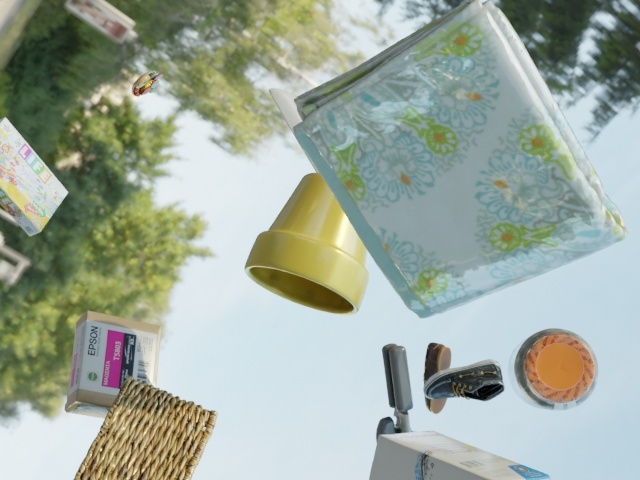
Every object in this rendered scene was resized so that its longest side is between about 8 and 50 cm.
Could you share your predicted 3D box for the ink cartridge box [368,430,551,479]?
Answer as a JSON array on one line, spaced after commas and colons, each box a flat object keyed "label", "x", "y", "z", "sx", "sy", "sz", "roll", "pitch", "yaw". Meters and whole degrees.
[{"label": "ink cartridge box", "x": 0.212, "y": 0.423, "z": 1.389, "sx": 0.233, "sy": 0.171, "sz": 0.168, "roll": 13, "pitch": -89, "yaw": 43}]

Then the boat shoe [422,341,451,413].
[{"label": "boat shoe", "x": 0.337, "y": 0.402, "z": 2.538, "sx": 0.073, "sy": 0.073, "sz": 0.207, "roll": 14, "pitch": -82, "yaw": 49}]

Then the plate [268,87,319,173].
[{"label": "plate", "x": 0.011, "y": -0.258, "z": 2.175, "sx": 0.045, "sy": 0.278, "sz": 0.277, "roll": -35, "pitch": 162, "yaw": 20}]

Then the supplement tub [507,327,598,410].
[{"label": "supplement tub", "x": 0.558, "y": 0.313, "z": 2.082, "sx": 0.193, "sy": 0.193, "sz": 0.316, "roll": -58, "pitch": 168, "yaw": -3}]

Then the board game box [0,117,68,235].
[{"label": "board game box", "x": -0.464, "y": -0.097, "z": 1.321, "sx": 0.026, "sy": 0.154, "sz": 0.103, "roll": -17, "pitch": -146, "yaw": 27}]

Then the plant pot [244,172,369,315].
[{"label": "plant pot", "x": 0.000, "y": 0.000, "z": 1.797, "sx": 0.254, "sy": 0.254, "sz": 0.239, "roll": -14, "pitch": -129, "yaw": 63}]

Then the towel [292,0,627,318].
[{"label": "towel", "x": 0.172, "y": -0.094, "z": 1.146, "sx": 0.320, "sy": 0.374, "sz": 0.090, "roll": -25, "pitch": -164, "yaw": 35}]

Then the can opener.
[{"label": "can opener", "x": 0.183, "y": 0.395, "z": 2.118, "sx": 0.074, "sy": 0.093, "sz": 0.280, "roll": 7, "pitch": -78, "yaw": 64}]

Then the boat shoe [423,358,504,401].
[{"label": "boat shoe", "x": 0.316, "y": 0.324, "z": 1.914, "sx": 0.183, "sy": 0.065, "sz": 0.083, "roll": -22, "pitch": -154, "yaw": 12}]

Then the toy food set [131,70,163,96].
[{"label": "toy food set", "x": -0.407, "y": -0.368, "z": 2.024, "sx": 0.082, "sy": 0.020, "sz": 0.083, "roll": -34, "pitch": 170, "yaw": -39}]

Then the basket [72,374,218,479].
[{"label": "basket", "x": -0.383, "y": 0.483, "z": 1.840, "sx": 0.213, "sy": 0.223, "sz": 0.299, "roll": 118, "pitch": -6, "yaw": -46}]

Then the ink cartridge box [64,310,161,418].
[{"label": "ink cartridge box", "x": -0.490, "y": 0.303, "z": 2.059, "sx": 0.088, "sy": 0.193, "sz": 0.234, "roll": -40, "pitch": -137, "yaw": 47}]
